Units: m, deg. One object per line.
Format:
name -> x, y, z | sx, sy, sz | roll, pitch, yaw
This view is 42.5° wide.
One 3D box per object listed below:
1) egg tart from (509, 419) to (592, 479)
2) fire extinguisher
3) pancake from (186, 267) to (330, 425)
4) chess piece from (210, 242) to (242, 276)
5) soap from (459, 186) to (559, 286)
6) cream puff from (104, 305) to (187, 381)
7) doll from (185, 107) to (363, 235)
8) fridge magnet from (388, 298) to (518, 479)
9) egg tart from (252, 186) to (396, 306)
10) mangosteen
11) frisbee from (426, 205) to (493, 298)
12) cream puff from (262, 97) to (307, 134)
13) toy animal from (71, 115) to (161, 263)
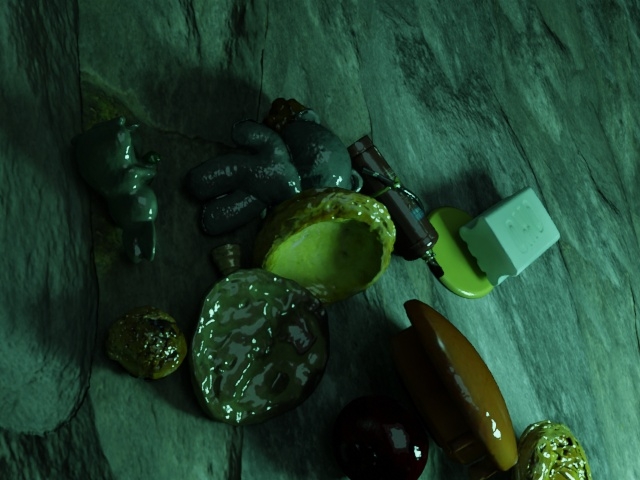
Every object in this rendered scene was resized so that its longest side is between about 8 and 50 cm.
egg tart -> 0.468, 0.513, 1.707 | 0.297, 0.132, 0.297 | 18, 64, -41
fire extinguisher -> 0.163, -0.066, 1.784 | 0.341, 0.105, 0.141 | 54, 16, 0
pancake -> -0.107, 0.185, 1.457 | 0.294, 0.049, 0.294 | 2, 86, -34
chess piece -> -0.157, 0.092, 1.511 | 0.060, 0.060, 0.172 | -1, 70, -37
soap -> 0.458, -0.016, 1.976 | 0.265, 0.087, 0.160 | -28, 86, -49
cream puff -> -0.283, 0.165, 1.350 | 0.133, 0.104, 0.119 | 23, 62, -24
doll -> -0.102, -0.127, 1.624 | 0.340, 0.158, 0.246 | -26, 95, -14
fridge magnet -> 0.249, 0.276, 1.566 | 0.364, 0.155, 0.363 | 58, 6, -9
egg tart -> 0.000, 0.000, 1.541 | 0.294, 0.294, 0.123 | 16, 39, -30
mangosteen -> 0.115, 0.363, 1.503 | 0.200, 0.200, 0.200 | 17, 58, -29
frisbee -> 0.330, 0.025, 1.928 | 0.236, 0.017, 0.236 | 16, 59, -29
cream puff -> -0.067, -0.238, 1.727 | 0.116, 0.094, 0.122 | 38, 25, -10
toy animal -> -0.339, -0.082, 1.444 | 0.125, 0.127, 0.251 | -17, 92, -52
